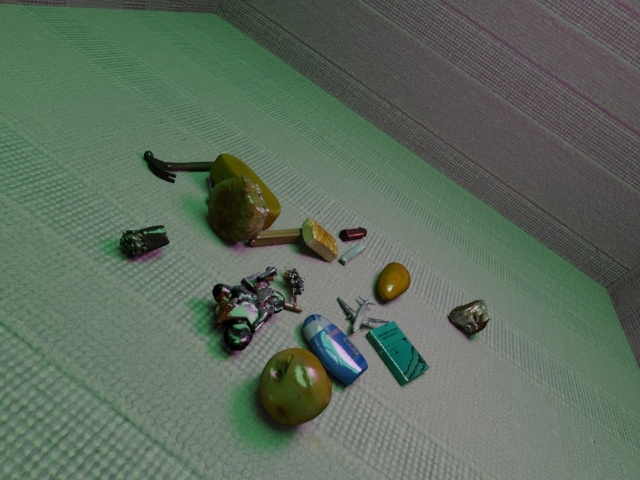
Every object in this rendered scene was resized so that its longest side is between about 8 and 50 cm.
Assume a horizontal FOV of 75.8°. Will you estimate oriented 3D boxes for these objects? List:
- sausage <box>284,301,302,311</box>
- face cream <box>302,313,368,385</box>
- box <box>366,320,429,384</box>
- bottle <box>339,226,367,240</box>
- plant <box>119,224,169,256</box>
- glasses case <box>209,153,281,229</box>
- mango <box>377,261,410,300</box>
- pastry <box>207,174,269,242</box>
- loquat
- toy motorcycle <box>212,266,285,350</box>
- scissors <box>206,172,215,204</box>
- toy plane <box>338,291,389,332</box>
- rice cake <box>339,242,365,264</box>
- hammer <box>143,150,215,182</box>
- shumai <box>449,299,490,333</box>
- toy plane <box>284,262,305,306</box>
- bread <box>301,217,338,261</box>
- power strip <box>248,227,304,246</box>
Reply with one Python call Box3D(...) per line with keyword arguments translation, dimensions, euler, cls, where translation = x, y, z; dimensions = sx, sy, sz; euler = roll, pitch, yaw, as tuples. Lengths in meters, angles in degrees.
Box3D(translation=(-0.123, 0.233, 1.474), dimensions=(0.132, 0.024, 0.024), euler=(19, 37, -20), cls="sausage")
Box3D(translation=(0.040, 0.360, 1.400), dimensions=(0.264, 0.083, 0.149), euler=(47, 35, 19), cls="face cream")
Box3D(translation=(0.296, 0.424, 1.574), dimensions=(0.161, 0.042, 0.226), euler=(-9, 53, -45), cls="box")
Box3D(translation=(0.165, -0.035, 2.019), dimensions=(0.164, 0.060, 0.060), euler=(-8, 52, -46), cls="bottle")
Box3D(translation=(-0.564, -0.001, 1.319), dimensions=(0.143, 0.092, 0.094), euler=(-20, 21, -28), cls="plant")
Box3D(translation=(-0.315, -0.197, 1.728), dimensions=(0.371, 0.141, 0.173), euler=(49, 26, 17), cls="glasses case")
Box3D(translation=(0.327, 0.186, 1.831), dimensions=(0.138, 0.113, 0.253), euler=(36, 36, 3), cls="mango")
Box3D(translation=(-0.313, -0.114, 1.566), dimensions=(0.257, 0.236, 0.121), euler=(57, 27, 13), cls="pastry")
Box3D(translation=(-0.073, 0.411, 1.160), dimensions=(0.213, 0.213, 0.213), euler=(22, 36, -17), cls="loquat")
Box3D(translation=(-0.220, 0.182, 1.360), dimensions=(0.207, 0.134, 0.401), euler=(44, 38, 3), cls="toy motorcycle")
Box3D(translation=(-0.452, -0.212, 1.745), dimensions=(0.101, 0.027, 0.204), euler=(6, 45, -40), cls="scissors")
Box3D(translation=(0.159, 0.289, 1.606), dimensions=(0.226, 0.058, 0.226), euler=(25, 39, 8), cls="toy plane")
Box3D(translation=(0.147, 0.060, 1.907), dimensions=(0.043, 0.034, 0.211), euler=(49, 35, 6), cls="rice cake")
Box3D(translation=(-0.535, -0.332, 1.809), dimensions=(0.440, 0.044, 0.168), euler=(-15, 56, -48), cls="hammer")
Box3D(translation=(0.715, 0.366, 1.929), dimensions=(0.184, 0.184, 0.142), euler=(-14, 80, -48), cls="shumai")
Box3D(translation=(-0.089, 0.168, 1.532), dimensions=(0.135, 0.062, 0.188), euler=(50, 11, -39), cls="toy plane")
Box3D(translation=(-0.001, 0.000, 1.768), dimensions=(0.188, 0.068, 0.125), euler=(41, 25, -41), cls="bread")
Box3D(translation=(-0.172, -0.014, 1.702), dimensions=(0.305, 0.064, 0.044), euler=(-5, 54, -44), cls="power strip")
